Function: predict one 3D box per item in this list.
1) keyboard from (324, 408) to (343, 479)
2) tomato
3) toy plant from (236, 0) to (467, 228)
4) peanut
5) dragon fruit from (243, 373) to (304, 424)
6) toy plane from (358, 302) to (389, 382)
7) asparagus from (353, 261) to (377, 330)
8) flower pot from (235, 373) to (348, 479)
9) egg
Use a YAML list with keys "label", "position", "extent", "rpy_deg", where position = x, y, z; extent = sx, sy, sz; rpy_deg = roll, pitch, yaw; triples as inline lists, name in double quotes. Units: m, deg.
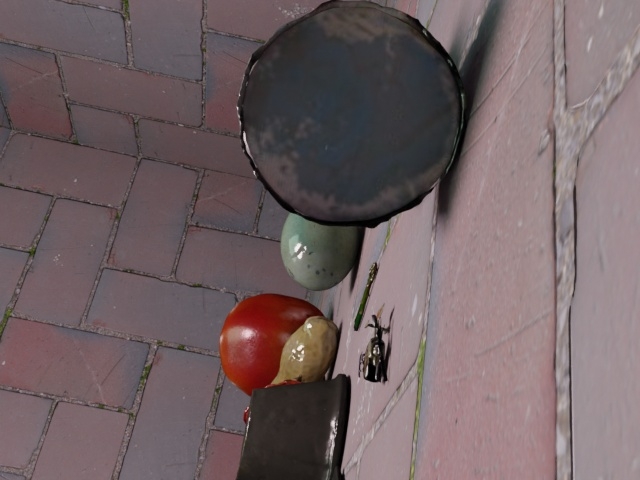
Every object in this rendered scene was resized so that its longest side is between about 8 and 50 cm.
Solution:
- label: "keyboard"
  position: [0.006, 0.427, 1.136]
  extent: [0.103, 0.041, 0.380]
  rpy_deg: [-104, 19, -83]
- label: "tomato"
  position: [-0.105, 0.267, 1.966]
  extent: [0.226, 0.299, 0.298]
  rpy_deg: [-24, 46, 45]
- label: "toy plant"
  position: [0.037, -0.147, 0.920]
  extent: [0.332, 0.247, 0.247]
  rpy_deg: [-78, 0, -81]
- label: "peanut"
  position: [-0.039, 0.298, 1.715]
  extent: [0.130, 0.130, 0.290]
  rpy_deg: [-85, 13, -70]
- label: "dragon fruit"
  position: [-0.071, 0.367, 1.556]
  extent: [0.209, 0.173, 0.172]
  rpy_deg: [-49, -27, -72]
- label: "toy plane"
  position: [0.071, 0.137, 0.976]
  extent: [0.049, 0.031, 0.120]
  rpy_deg: [111, 169, -45]
- label: "asparagus"
  position: [0.074, 0.098, 1.292]
  extent: [0.016, 0.013, 0.166]
  rpy_deg: [-97, 15, -47]
- label: "flower pot"
  position: [-0.053, 0.346, 1.328]
  extent: [0.269, 0.166, 0.268]
  rpy_deg: [-167, 90, -88]
- label: "egg"
  position: [0.000, 0.000, 1.644]
  extent: [0.169, 0.169, 0.236]
  rpy_deg: [104, 175, -47]
